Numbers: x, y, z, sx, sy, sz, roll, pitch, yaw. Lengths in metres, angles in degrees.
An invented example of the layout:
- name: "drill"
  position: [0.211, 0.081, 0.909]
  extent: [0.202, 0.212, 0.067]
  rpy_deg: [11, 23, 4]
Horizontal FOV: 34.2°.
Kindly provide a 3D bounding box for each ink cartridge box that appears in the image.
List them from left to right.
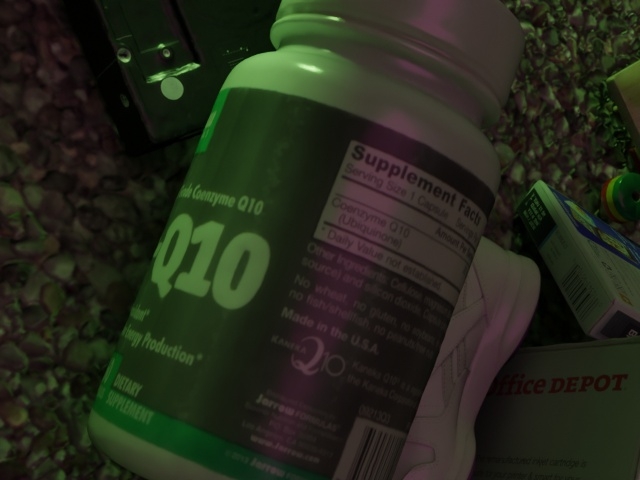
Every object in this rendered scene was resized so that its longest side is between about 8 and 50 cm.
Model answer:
- name: "ink cartridge box"
  position: [0.194, 0.244, 0.799]
  extent: [0.131, 0.226, 0.306]
  rpy_deg: [28, 70, -22]
- name: "ink cartridge box"
  position: [0.286, 0.053, 0.913]
  extent: [0.208, 0.206, 0.045]
  rpy_deg: [27, 113, -20]

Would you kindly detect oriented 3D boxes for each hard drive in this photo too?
- name: "hard drive"
  position: [-0.105, -0.259, 0.811]
  extent: [0.237, 0.064, 0.339]
  rpy_deg: [-25, 95, -30]

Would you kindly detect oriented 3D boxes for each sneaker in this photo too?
- name: "sneaker"
  position: [0.062, 0.112, 0.829]
  extent: [0.152, 0.114, 0.305]
  rpy_deg: [33, 60, -10]

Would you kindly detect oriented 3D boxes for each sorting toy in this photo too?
- name: "sorting toy"
  position: [0.354, -0.127, 1.053]
  extent: [0.274, 0.046, 0.132]
  rpy_deg: [-30, 96, -29]

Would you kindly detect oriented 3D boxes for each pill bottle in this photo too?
- name: "pill bottle"
  position: [0.000, 0.000, 0.711]
  extent: [0.204, 0.204, 0.361]
  rpy_deg: [25, 82, -24]
